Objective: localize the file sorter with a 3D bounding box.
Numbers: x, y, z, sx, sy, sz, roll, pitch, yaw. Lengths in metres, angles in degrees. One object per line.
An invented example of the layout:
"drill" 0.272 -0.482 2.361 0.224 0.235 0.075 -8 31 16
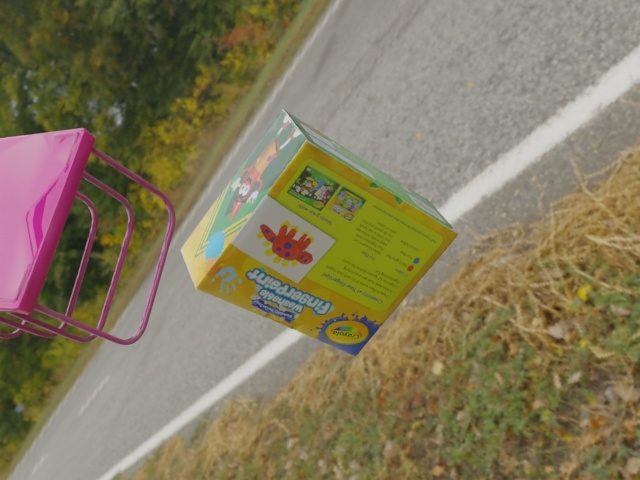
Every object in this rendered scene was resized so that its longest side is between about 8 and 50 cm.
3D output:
"file sorter" -0.347 0.011 0.942 0.291 0.182 0.202 -1 65 32

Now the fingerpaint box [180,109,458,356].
"fingerpaint box" 0.000 0.000 1.675 0.371 0.445 0.163 -53 36 15
